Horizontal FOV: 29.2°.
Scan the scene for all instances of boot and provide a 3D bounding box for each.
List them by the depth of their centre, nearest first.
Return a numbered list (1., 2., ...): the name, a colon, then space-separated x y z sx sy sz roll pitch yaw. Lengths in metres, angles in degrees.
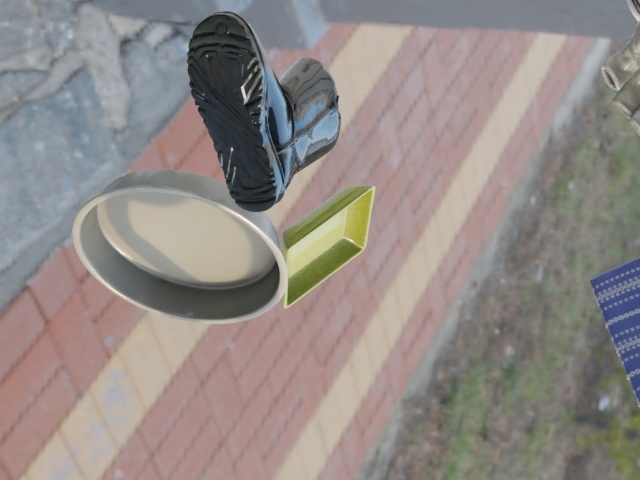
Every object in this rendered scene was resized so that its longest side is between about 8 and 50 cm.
1. boot: -0.060 -0.181 1.473 0.207 0.094 0.247 -52 134 -53

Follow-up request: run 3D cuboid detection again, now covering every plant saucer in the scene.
1. plant saucer: 0.000 0.000 1.992 0.188 0.045 0.188 -36 156 -24

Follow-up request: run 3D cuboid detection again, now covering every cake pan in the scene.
1. cake pan: -0.182 0.007 1.639 0.293 0.293 0.054 64 30 -46

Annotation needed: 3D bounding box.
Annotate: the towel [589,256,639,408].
1. towel: 0.469 0.137 1.375 0.040 0.243 0.336 52 19 -52

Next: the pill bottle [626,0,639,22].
1. pill bottle: 0.472 -0.334 1.510 0.103 0.184 0.103 17 59 -31

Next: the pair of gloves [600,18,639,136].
1. pair of gloves: 0.340 -0.107 0.940 0.204 0.042 0.240 -39 99 -14
